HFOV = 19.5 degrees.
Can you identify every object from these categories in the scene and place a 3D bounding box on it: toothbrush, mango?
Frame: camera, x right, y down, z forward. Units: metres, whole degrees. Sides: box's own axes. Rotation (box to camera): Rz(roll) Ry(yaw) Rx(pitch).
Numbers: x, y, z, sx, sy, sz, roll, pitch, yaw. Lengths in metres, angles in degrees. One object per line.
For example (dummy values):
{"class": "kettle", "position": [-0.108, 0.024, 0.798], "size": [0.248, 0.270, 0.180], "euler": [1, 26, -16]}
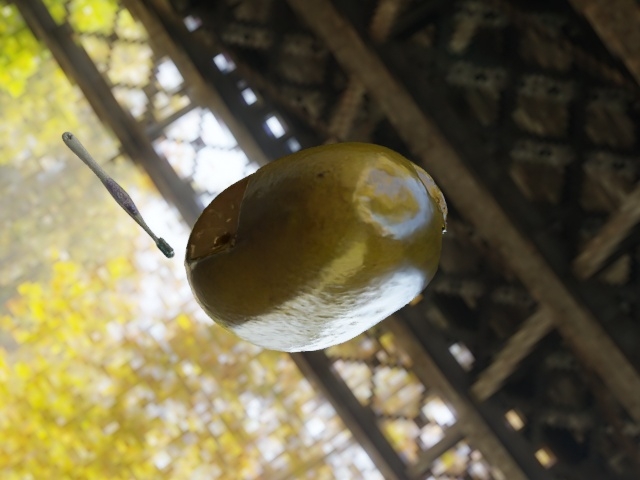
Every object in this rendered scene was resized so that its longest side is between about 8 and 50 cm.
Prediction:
{"class": "toothbrush", "position": [-0.153, -0.035, 1.406], "size": [0.131, 0.011, 0.013], "euler": [47, -24, 15]}
{"class": "mango", "position": [0.000, 0.000, 1.293], "size": [0.262, 0.167, 0.130], "euler": [146, -63, -61]}
